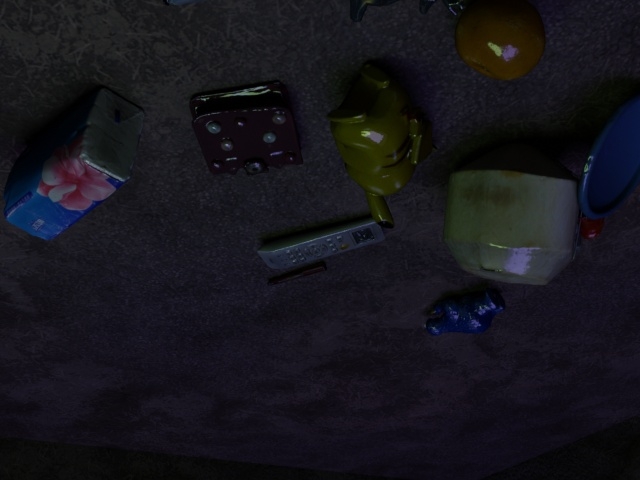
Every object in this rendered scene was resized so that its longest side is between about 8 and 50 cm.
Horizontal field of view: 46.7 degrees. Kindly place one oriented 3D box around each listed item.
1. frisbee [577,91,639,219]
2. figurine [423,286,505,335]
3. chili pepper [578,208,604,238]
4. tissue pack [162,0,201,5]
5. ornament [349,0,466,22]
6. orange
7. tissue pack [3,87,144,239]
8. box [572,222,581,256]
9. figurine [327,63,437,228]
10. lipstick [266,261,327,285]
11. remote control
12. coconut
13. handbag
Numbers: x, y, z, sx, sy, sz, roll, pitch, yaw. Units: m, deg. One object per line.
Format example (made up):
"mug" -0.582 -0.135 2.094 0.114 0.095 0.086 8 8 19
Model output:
"frisbee" 0.617 -0.181 1.551 0.289 0.049 0.289 -26 132 -33
"figurine" 0.425 0.230 2.204 0.164 0.120 0.262 16 144 -35
"chili pepper" 0.670 -0.053 1.855 0.070 0.073 0.123 26 162 35
"tissue pack" -0.068 -0.475 1.011 0.361 0.122 0.259 -9 128 5
"ornament" 0.162 -0.446 1.176 0.236 0.080 0.202 -3 142 0
"orange" 0.312 -0.354 1.280 0.159 0.159 0.136 25 93 -38
"tissue pack" -0.480 -0.149 1.432 0.270 0.209 0.137 -28 131 33
"box" 0.520 -0.013 1.837 0.227 0.130 0.162 -15 145 13
"figurine" 0.129 -0.197 1.481 0.169 0.218 0.327 30 163 21
"lipstick" -0.066 0.094 2.016 0.176 0.027 0.027 -18 145 21
"remote control" 0.000 0.000 1.863 0.313 0.055 0.109 -15 152 8
"coconut" 0.421 -0.060 1.626 0.323 0.323 0.323 -4 147 -2
"handbag" -0.147 -0.212 1.495 0.203 0.074 0.216 -6 147 3
